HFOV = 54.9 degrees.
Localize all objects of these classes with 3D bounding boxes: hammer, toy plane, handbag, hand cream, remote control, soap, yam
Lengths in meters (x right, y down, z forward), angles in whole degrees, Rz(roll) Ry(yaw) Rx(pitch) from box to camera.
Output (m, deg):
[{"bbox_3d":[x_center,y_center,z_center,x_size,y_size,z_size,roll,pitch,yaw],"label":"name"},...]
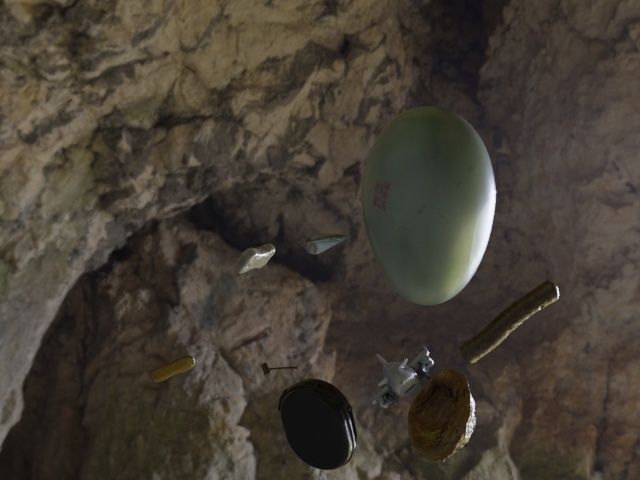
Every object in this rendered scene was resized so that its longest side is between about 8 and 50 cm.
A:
[{"bbox_3d":[-0.112,0.360,1.724,0.110,0.035,0.019,5,-50,-33],"label":"hammer"},{"bbox_3d":[0.270,0.464,2.087,0.122,0.267,0.266,49,-13,38],"label":"toy plane"},{"bbox_3d":[-0.008,0.580,1.950,0.254,0.093,0.307,-3,-72,29],"label":"handbag"},{"bbox_3d":[0.000,0.000,1.907,0.111,0.070,0.312,-6,-4,-11],"label":"hand cream"},{"bbox_3d":[-0.161,0.042,1.500,0.032,0.122,0.074,46,-68,15],"label":"remote control"},{"bbox_3d":[-0.286,0.247,1.188,0.089,0.012,0.034,-21,-64,-10],"label":"soap"},{"bbox_3d":[0.585,0.253,1.907,0.357,0.081,0.081,-39,-54,8],"label":"yam"}]

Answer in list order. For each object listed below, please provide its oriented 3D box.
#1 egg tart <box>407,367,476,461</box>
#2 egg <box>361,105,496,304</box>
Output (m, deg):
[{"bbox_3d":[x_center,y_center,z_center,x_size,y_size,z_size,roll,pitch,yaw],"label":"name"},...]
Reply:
[{"bbox_3d":[0.451,0.634,2.203,0.150,0.351,0.352,23,-33,-18],"label":"egg tart"},{"bbox_3d":[0.189,-0.051,1.086,0.230,0.230,0.370,4,-62,19],"label":"egg"}]
